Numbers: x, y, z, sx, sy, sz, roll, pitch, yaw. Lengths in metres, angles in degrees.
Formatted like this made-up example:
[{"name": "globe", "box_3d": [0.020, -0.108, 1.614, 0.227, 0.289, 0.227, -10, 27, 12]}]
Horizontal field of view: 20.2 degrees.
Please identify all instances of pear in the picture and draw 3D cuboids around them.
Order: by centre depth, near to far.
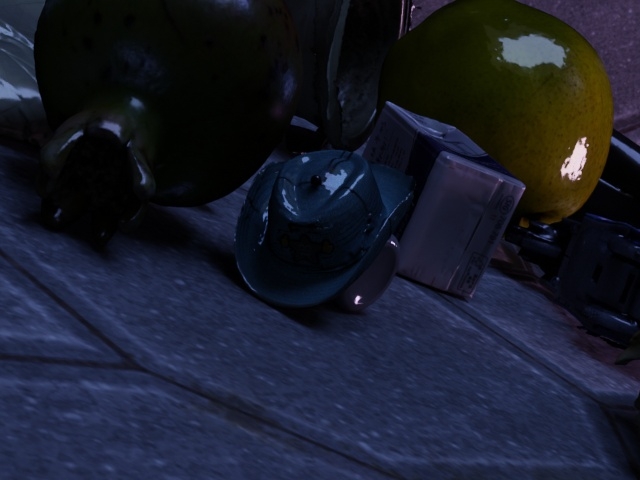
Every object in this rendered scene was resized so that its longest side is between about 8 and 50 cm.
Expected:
[{"name": "pear", "box_3d": [0.206, -0.143, 2.126, 0.294, 0.294, 0.294, 24, 12, -6]}]

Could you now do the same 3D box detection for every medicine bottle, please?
[{"name": "medicine bottle", "box_3d": [0.000, 0.000, 1.595, 0.130, 0.080, 0.080, 34, 15, 32]}]

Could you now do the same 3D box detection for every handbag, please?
[{"name": "handbag", "box_3d": [0.405, -0.038, 2.423, 0.342, 0.152, 0.288, 39, 1, 19]}]

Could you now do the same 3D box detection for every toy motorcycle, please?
[{"name": "toy motorcycle", "box_3d": [0.350, 0.052, 1.966, 0.213, 0.125, 0.358, 18, 7, -24]}]

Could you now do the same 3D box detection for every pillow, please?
[{"name": "pillow", "box_3d": [-0.233, -0.160, 1.720, 0.281, 0.076, 0.274, 14, 32, -29]}]

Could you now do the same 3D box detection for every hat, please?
[{"name": "hat", "box_3d": [0.002, -0.032, 1.511, 0.138, 0.078, 0.191, 10, 45, 18]}]

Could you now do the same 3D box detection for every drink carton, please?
[{"name": "drink carton", "box_3d": [0.110, -0.047, 1.887, 0.102, 0.134, 0.222, 18, 14, -22]}]

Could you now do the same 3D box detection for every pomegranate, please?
[{"name": "pomegranate", "box_3d": [-0.136, -0.110, 1.503, 0.242, 0.306, 0.242, 10, -26, 5]}]

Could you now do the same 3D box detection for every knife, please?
[{"name": "knife", "box_3d": [-0.015, -0.131, 2.260, 0.060, 0.028, 0.230, 20, 16, 3]}]

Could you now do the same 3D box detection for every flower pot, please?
[{"name": "flower pot", "box_3d": [-0.040, -0.268, 2.202, 0.259, 0.290, 0.290, 14, 8, 19]}]

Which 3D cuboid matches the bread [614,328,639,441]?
[{"name": "bread", "box_3d": [0.408, 0.076, 1.579, 0.370, 0.191, 0.314, -25, 7, -38]}]
